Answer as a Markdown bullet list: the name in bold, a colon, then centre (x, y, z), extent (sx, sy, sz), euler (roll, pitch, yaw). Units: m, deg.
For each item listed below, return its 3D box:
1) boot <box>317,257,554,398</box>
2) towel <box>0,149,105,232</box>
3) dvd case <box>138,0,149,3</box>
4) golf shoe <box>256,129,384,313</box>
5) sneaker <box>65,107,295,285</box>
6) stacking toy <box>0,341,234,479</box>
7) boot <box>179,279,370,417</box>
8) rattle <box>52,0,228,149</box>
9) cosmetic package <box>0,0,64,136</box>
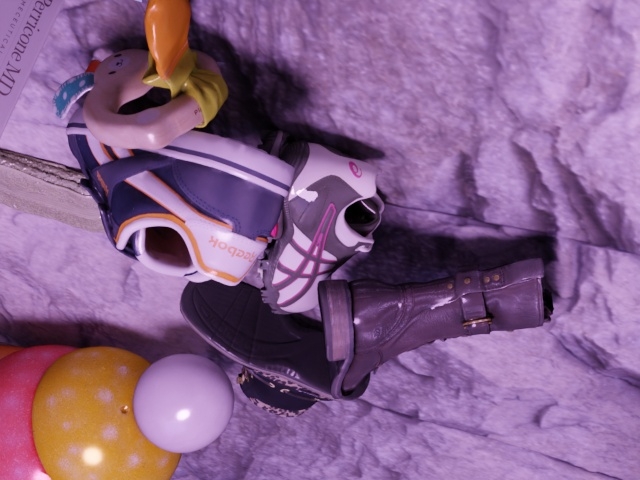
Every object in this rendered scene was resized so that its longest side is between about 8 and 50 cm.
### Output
- **boot**: centre (0.116, 0.085, 1.708), extent (0.229, 0.091, 0.263), euler (-8, 163, 0)
- **towel**: centre (-0.295, -0.052, 1.858), extent (0.148, 0.027, 0.110), euler (16, 155, 8)
- **dvd case**: centre (-0.194, -0.240, 1.428), extent (0.119, 0.013, 0.087), euler (18, 155, 1)
- **golf shoe**: centre (0.000, 0.000, 1.664), extent (0.120, 0.105, 0.273), euler (8, 153, 9)
- **sneaker**: centre (-0.153, -0.041, 1.569), extent (0.126, 0.127, 0.321), euler (21, 177, -34)
- **stacking toy**: centre (-0.292, 0.241, 2.149), extent (0.350, 0.350, 0.480), euler (36, 140, -29)
- **boot**: centre (-0.077, 0.132, 2.001), extent (0.236, 0.085, 0.178), euler (28, 157, -13)
- **rattle**: centre (-0.181, -0.163, 1.496), extent (0.199, 0.130, 0.143), euler (33, 167, 46)
- **cosmetic package**: centre (-0.424, -0.210, 1.444), extent (0.365, 0.197, 0.155), euler (32, 151, -27)
